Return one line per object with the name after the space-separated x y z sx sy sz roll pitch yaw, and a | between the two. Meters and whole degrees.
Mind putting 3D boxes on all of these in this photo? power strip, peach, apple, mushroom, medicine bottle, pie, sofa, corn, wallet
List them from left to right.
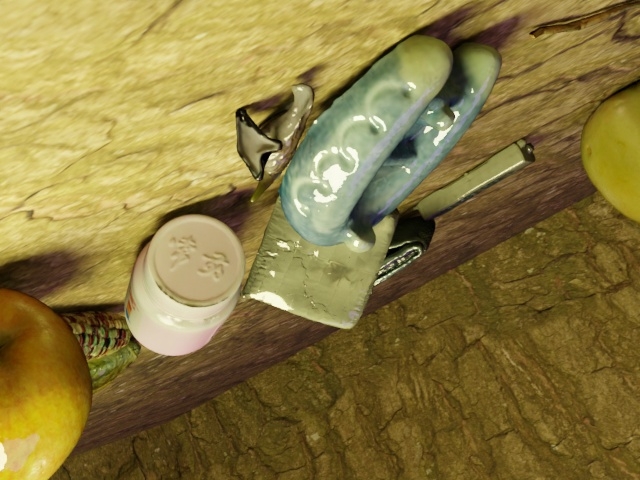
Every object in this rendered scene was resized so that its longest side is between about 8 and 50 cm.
-0.399 0.177 1.027 0.264 0.264 0.264 -25 169 -5 | apple
-0.383 0.151 1.370 0.086 0.086 0.253 -29 171 18 | corn
-0.484 0.280 1.753 0.277 0.078 0.277 -23 170 -4 | pie
-0.190 0.065 1.221 0.152 0.152 0.254 -21 168 -24 | medicine bottle
0.000 0.000 1.303 0.225 0.176 0.210 -90 -160 -75 | sofa
0.122 0.029 1.823 0.237 0.075 0.342 -28 -176 16 | wallet
0.311 -0.118 1.787 0.286 0.048 0.080 -30 167 30 | power strip
0.378 -0.298 1.161 0.286 0.028 0.026 -18 -151 -33 | mushroom
0.684 -0.171 1.718 0.314 0.315 0.281 -4 141 -44 | peach

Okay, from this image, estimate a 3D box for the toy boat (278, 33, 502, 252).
0.085 -0.099 1.046 0.330 0.123 0.215 -45 162 31 | toy boat

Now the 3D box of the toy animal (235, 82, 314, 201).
-0.050 -0.103 0.975 0.105 0.070 0.202 -39 169 -11 | toy animal
